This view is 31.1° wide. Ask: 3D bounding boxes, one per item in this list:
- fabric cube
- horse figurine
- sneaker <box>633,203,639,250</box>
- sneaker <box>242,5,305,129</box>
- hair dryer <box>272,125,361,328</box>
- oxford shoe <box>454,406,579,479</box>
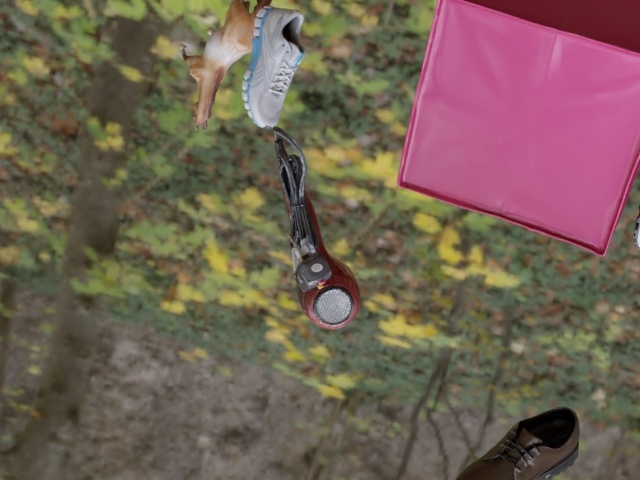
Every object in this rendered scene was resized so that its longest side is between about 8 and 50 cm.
[{"bbox_3d":[0.263,-0.185,1.305,0.259,0.254,0.258,20,-141,10],"label":"fabric cube"},{"bbox_3d":[-0.151,-0.326,1.859,0.066,0.263,0.174,24,-146,-34],"label":"horse figurine"},{"bbox_3d":[0.413,-0.060,1.264,0.108,0.100,0.271,17,152,9],"label":"sneaker"},{"bbox_3d":[-0.063,-0.262,1.732,0.083,0.191,0.071,4,179,40],"label":"sneaker"},{"bbox_3d":[0.000,0.000,1.451,0.080,0.224,0.293,-9,156,-2],"label":"hair dryer"},{"bbox_3d":[0.227,0.270,1.397,0.227,0.096,0.083,-33,-127,-28],"label":"oxford shoe"}]
